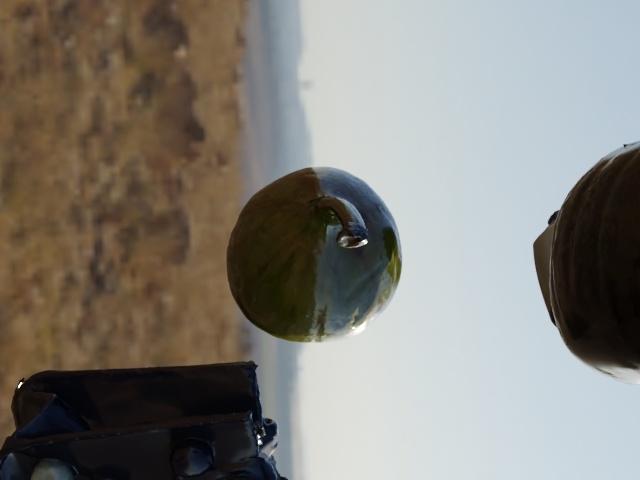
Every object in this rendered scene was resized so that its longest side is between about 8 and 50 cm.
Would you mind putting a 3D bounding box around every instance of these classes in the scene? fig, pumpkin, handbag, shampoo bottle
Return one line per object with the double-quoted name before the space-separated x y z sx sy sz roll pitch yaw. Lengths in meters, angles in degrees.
"fig" 0.000 0.000 1.088 0.236 0.124 0.124 111 -23 -78
"pumpkin" 0.344 0.011 1.404 0.315 0.315 0.239 90 10 -82
"handbag" -0.120 0.264 1.431 0.118 0.269 0.326 -82 163 -56
"shampoo bottle" 0.318 0.040 1.998 0.071 0.153 0.284 -45 -157 22
